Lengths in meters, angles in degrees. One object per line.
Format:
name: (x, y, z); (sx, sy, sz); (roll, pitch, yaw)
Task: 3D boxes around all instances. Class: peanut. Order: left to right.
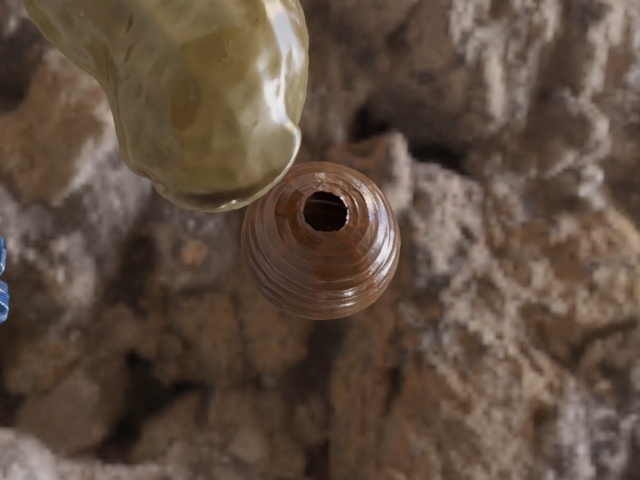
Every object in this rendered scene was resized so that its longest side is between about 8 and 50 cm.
peanut: (-0.108, -0.171, 1.171); (0.340, 0.174, 0.158); (50, -55, 23)

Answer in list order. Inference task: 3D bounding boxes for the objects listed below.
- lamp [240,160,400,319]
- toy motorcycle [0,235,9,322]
lamp: (0.000, 0.000, 1.367); (0.136, 0.136, 0.136); (-176, -90, -68)
toy motorcycle: (-0.238, -0.010, 0.578); (0.092, 0.254, 0.136); (-112, -153, -59)
